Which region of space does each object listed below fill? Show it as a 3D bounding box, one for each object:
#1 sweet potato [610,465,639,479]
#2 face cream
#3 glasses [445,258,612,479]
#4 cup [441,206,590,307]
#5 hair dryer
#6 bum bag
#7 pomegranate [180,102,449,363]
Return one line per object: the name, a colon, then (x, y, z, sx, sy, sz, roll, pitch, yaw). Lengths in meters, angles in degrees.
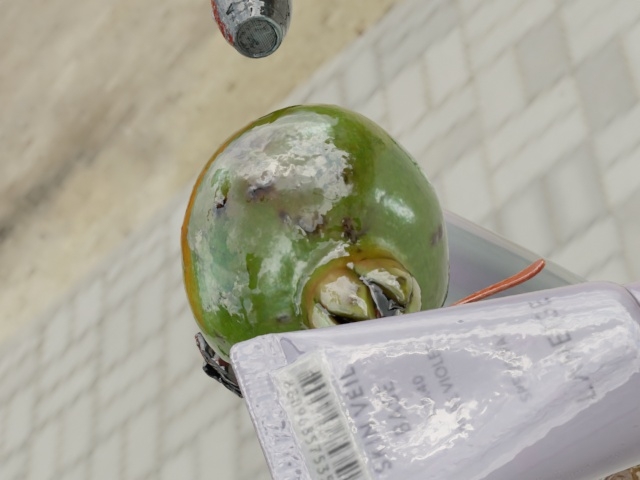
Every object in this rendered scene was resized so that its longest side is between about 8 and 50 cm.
sweet potato: (0.302, 0.208, 1.859, 0.131, 0.337, 0.131, -23, 22, 10)
face cream: (0.100, 0.085, 1.041, 0.273, 0.096, 0.154, -14, 58, -12)
glasses: (0.130, 0.162, 1.630, 0.268, 0.234, 0.118, -38, 10, 24)
cup: (0.200, 0.119, 2.420, 0.253, 0.371, 0.253, -155, 90, -82)
hair dryer: (-0.088, -0.280, 1.652, 0.075, 0.219, 0.195, -20, 39, 7)
bum bag: (-0.044, 0.105, 1.483, 0.034, 0.124, 0.058, -54, 36, 19)
pomegranate: (-0.013, -0.001, 1.345, 0.190, 0.159, 0.241, -5, 29, 15)
